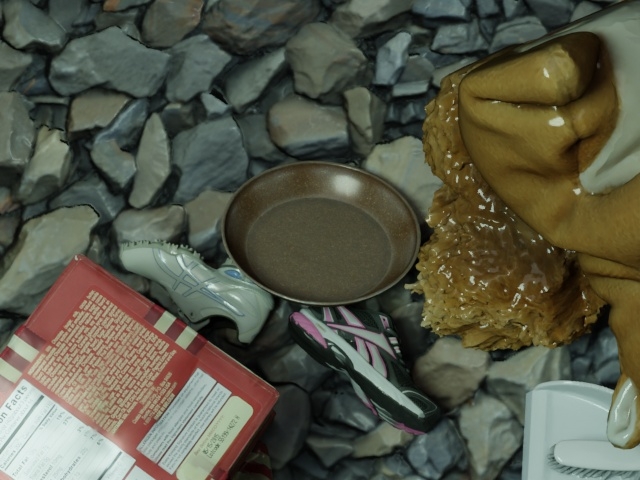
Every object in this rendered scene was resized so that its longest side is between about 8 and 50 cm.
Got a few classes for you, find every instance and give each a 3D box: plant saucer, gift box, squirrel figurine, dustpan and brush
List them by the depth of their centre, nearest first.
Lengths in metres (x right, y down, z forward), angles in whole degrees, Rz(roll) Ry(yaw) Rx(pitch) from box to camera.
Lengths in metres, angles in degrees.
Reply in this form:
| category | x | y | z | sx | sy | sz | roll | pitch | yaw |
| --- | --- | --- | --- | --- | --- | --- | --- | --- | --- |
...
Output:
| category | x | y | z | sx | sy | sz | roll | pitch | yaw |
| --- | --- | --- | --- | --- | --- | --- | --- | --- | --- |
| squirrel figurine | 0.261 | -0.009 | 1.327 | 0.281 | 0.397 | 0.370 | -28 | 98 | -34 |
| gift box | -0.180 | 0.199 | 1.345 | 0.276 | 0.258 | 0.255 | 40 | 78 | 3 |
| dustpan and brush | 0.288 | 0.199 | 1.346 | 0.211 | 0.060 | 0.147 | 1 | 68 | 12 |
| plant saucer | 0.000 | 0.000 | 1.472 | 0.198 | 0.036 | 0.199 | 2 | 46 | -2 |

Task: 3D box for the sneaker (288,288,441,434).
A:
| category | x | y | z | sx | sy | sz | roll | pitch | yaw |
| --- | --- | --- | --- | --- | --- | --- | --- | --- | --- |
| sneaker | 0.054 | 0.108 | 1.431 | 0.178 | 0.072 | 0.077 | 41 | 71 | 18 |

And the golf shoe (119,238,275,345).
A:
| category | x | y | z | sx | sy | sz | roll | pitch | yaw |
| --- | --- | --- | --- | --- | --- | --- | --- | --- | --- |
| golf shoe | -0.133 | 0.052 | 1.495 | 0.176 | 0.069 | 0.086 | 15 | 78 | 18 |
